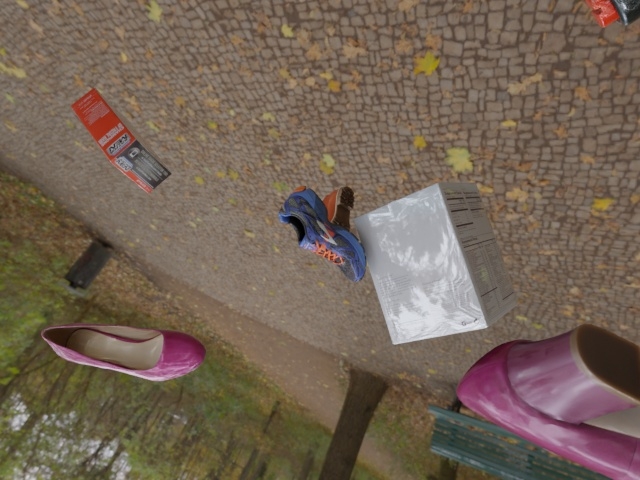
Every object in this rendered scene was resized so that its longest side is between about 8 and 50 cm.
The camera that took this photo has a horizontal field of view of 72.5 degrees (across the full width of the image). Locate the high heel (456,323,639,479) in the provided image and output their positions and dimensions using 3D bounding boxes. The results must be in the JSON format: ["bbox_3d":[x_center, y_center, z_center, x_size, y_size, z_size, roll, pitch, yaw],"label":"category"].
[{"bbox_3d":[0.342,0.215,0.468,0.377,0.127,0.181,35,143,-3],"label":"high heel"}]

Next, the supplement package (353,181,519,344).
[{"bbox_3d":[0.232,0.041,0.877,0.199,0.263,0.198,-22,172,39],"label":"supplement package"}]

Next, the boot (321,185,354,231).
[{"bbox_3d":[0.025,-0.045,1.012,0.084,0.158,0.059,-7,151,46],"label":"boot"}]

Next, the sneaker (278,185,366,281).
[{"bbox_3d":[0.000,0.000,0.855,0.221,0.087,0.083,47,147,7],"label":"sneaker"}]

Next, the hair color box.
[{"bbox_3d":[-0.317,-0.160,0.694,0.167,0.053,0.093,44,174,30],"label":"hair color box"}]

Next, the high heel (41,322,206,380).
[{"bbox_3d":[-0.301,0.161,0.672,0.243,0.082,0.117,3,156,23],"label":"high heel"}]

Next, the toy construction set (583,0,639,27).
[{"bbox_3d":[0.163,-0.262,0.253,0.327,0.215,0.151,-7,158,-38],"label":"toy construction set"}]
